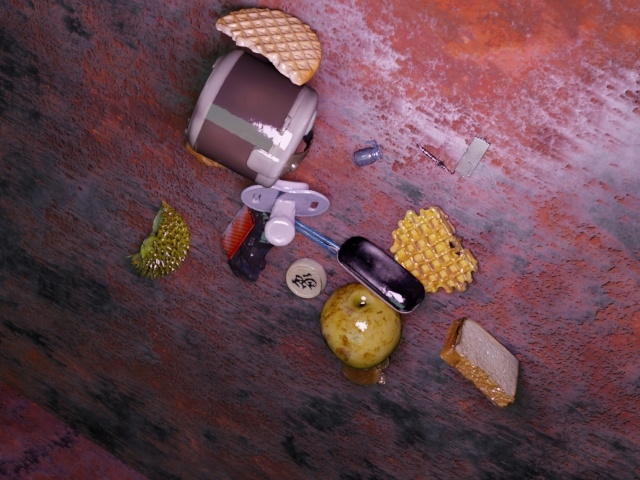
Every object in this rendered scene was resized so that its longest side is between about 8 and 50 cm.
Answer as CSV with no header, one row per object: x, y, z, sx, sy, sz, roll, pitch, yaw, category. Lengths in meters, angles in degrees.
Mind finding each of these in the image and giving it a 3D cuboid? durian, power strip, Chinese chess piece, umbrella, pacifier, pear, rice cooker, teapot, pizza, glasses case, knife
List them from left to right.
-0.594,0.024,2.164,0.355,0.157,0.169,-48,57,33,durian
-0.343,-0.303,1.895,0.182,0.062,0.161,-29,98,38,pizza
-0.176,-0.331,1.634,0.325,0.335,0.335,26,123,-8,rice cooker
-0.114,-0.079,1.809,0.278,0.207,0.227,7,157,-10,pacifier
-0.049,0.130,2.002,0.144,0.058,0.144,9,118,17,Chinese chess piece
-0.001,0.001,1.937,0.296,0.026,0.044,32,135,4,knife
0.128,0.280,1.890,0.283,0.283,0.284,9,119,18,pear
0.141,-0.257,1.739,0.083,0.064,0.049,-15,141,25,teapot
0.188,0.103,1.822,0.314,0.122,0.075,39,159,21,glasses case
0.326,-0.237,1.685,0.148,0.022,0.022,35,81,2,umbrella
0.426,-0.232,1.647,0.051,0.019,0.136,29,123,4,power strip

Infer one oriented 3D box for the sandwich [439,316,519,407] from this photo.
0.494,0.370,1.805,0.251,0.226,0.087,42,125,-1,sandwich

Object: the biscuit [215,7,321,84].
-0.116,-0.556,1.593,0.309,0.204,0.040,37,147,12,biscuit

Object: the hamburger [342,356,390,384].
0.160,0.441,2.035,0.185,0.131,0.159,41,127,-6,hamburger

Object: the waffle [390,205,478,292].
0.353,0.035,1.790,0.283,0.065,0.310,16,125,16,waffle

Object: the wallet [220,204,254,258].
-0.285,-0.032,2.001,0.196,0.020,0.103,-49,52,36,wallet

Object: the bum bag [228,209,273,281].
-0.225,0.018,2.010,0.137,0.074,0.310,38,123,12,bum bag
